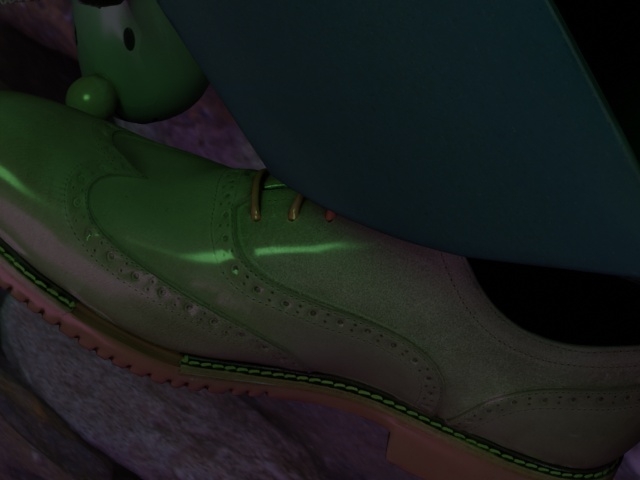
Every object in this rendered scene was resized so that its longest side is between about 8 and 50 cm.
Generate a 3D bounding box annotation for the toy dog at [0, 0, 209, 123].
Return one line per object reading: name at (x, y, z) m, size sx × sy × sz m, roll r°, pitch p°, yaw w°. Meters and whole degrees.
toy dog at (-0.162, -0.177, 0.754) m, size 0.333 × 0.161 × 0.220 m, roll 51°, pitch 147°, yaw -17°

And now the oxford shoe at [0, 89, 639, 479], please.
oxford shoe at (0.000, 0.000, 0.799) m, size 0.397 × 0.140 × 0.146 m, roll 22°, pitch 127°, yaw -14°

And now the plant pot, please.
plant pot at (0.057, -0.098, 0.625) m, size 0.234 × 0.165 × 0.165 m, roll 1°, pitch 131°, yaw 49°
